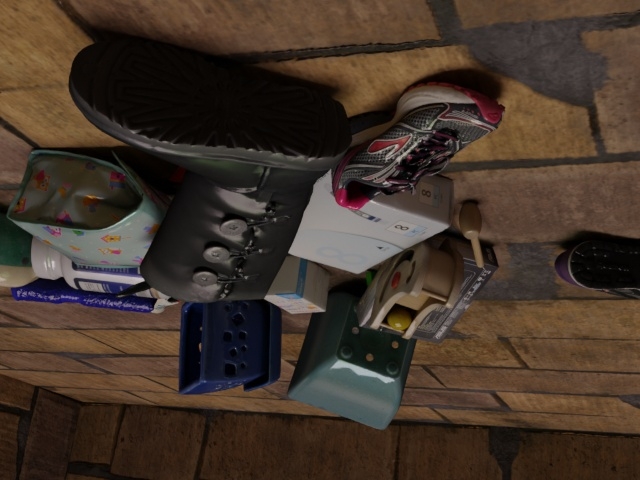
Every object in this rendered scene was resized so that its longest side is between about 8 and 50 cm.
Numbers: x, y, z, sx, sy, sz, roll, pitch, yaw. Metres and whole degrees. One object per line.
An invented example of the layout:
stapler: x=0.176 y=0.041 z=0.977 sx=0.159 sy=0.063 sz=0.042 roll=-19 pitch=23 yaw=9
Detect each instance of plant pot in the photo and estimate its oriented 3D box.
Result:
plant pot: x=-0.219 y=0.256 z=2.229 sx=0.212 sy=0.236 sz=0.236 roll=7 pitch=162 yaw=-21
plant pot: x=0.094 y=0.247 z=2.022 sx=0.247 sy=0.247 sz=0.252 roll=20 pitch=156 yaw=-4

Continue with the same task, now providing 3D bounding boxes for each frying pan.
frying pan: x=-0.226 y=0.034 z=1.681 sx=0.326 sy=0.053 sz=0.197 roll=-17 pitch=-179 yaw=-12

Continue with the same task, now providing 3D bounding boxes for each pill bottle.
pill bottle: x=-0.407 y=0.025 z=1.750 sx=0.264 sy=0.153 sz=0.153 roll=6 pitch=160 yaw=3

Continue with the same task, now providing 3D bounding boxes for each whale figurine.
whale figurine: x=-0.623 y=0.011 z=1.867 sx=0.216 sy=0.141 sz=0.272 roll=14 pitch=-172 yaw=26

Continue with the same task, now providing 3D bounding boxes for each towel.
towel: x=-0.511 y=0.111 z=2.014 sx=0.308 sy=0.076 sz=0.228 roll=6 pitch=-170 yaw=-5

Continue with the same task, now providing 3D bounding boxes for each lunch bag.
lunch bag: x=-0.348 y=-0.044 z=1.536 sx=0.262 sy=0.160 sz=0.223 roll=5 pitch=160 yaw=22

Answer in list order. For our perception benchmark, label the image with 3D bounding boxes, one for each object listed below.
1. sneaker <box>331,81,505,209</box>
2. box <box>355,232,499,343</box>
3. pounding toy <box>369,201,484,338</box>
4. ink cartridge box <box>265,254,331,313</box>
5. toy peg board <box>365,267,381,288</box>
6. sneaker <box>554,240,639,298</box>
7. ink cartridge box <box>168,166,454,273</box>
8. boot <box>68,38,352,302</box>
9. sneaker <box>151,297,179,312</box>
sneaker: x=0.127 y=-0.121 z=1.217 sx=0.120 sy=0.112 sz=0.299 roll=19 pitch=156 yaw=-31
box: x=0.196 y=0.088 z=1.705 sx=0.183 sy=0.056 sz=0.231 roll=14 pitch=129 yaw=-19
pounding toy: x=0.204 y=0.076 z=1.533 sx=0.154 sy=0.154 sz=0.270 roll=19 pitch=132 yaw=-12
ink cartridge box: x=-0.047 y=0.096 z=1.913 sx=0.092 sy=0.090 sz=0.143 roll=-5 pitch=156 yaw=31
toy peg board: x=0.183 y=0.093 z=1.876 sx=0.160 sy=0.079 sz=0.161 roll=1 pitch=167 yaw=-33
sneaker: x=0.559 y=0.056 z=1.615 sx=0.283 sy=0.107 sz=0.124 roll=13 pitch=175 yaw=-5
ink cartridge box: x=-0.027 y=-0.062 z=1.469 sx=0.384 sy=0.091 sz=0.308 roll=14 pitch=159 yaw=-22
boot: x=-0.196 y=-0.068 z=1.308 sx=0.366 sy=0.146 sz=0.445 roll=15 pitch=150 yaw=-13
sneaker: x=-0.377 y=0.146 z=2.218 sx=0.075 sy=0.057 sz=0.161 roll=12 pitch=158 yaw=2
